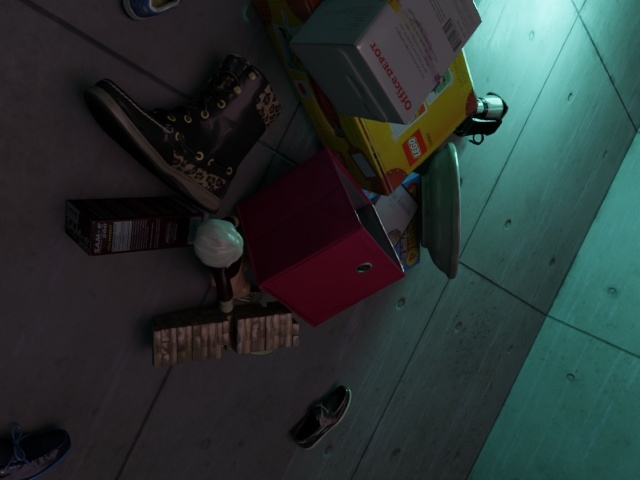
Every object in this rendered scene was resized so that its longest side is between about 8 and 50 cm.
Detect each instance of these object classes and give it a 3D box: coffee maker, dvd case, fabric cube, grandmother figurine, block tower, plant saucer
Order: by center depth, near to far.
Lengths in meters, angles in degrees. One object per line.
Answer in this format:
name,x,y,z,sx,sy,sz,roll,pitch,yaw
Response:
grandmother figurine,-0.199,0.044,1.213,0.103,0.208,0.342,-10,163,-4
fabric cube,0.000,0.000,1.346,0.258,0.259,0.254,-31,141,12
block tower,-0.222,0.211,1.354,0.335,0.097,0.091,-5,105,-25
dvd case,0.172,-0.036,1.615,0.180,0.022,0.253,39,81,-47
plant saucer,0.346,-0.086,1.735,0.400,0.100,0.401,-2,90,-83
coffee maker,0.471,-0.368,1.802,0.178,0.120,0.171,-12,118,-40

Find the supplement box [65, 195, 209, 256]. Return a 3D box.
supplement box,-0.356,-0.033,1.148,0.239,0.130,0.073,-6,114,-42

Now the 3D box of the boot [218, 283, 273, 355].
boot,-0.176,0.195,1.472,0.213,0.077,0.165,20,95,-40

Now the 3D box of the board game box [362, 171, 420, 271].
board game box,0.158,-0.015,1.692,0.301,0.086,0.309,-28,127,-32

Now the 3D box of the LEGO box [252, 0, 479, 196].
LEGO box,0.133,-0.420,1.361,0.372,0.193,0.500,-44,128,-20

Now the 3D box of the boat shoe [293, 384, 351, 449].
boat shoe,0.008,0.544,1.820,0.233,0.084,0.079,-46,135,-14

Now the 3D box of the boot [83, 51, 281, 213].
boot,-0.245,-0.251,1.144,0.284,0.138,0.377,-54,140,-9

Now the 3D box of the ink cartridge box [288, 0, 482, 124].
ink cartridge box,0.123,-0.389,1.097,0.270,0.197,0.198,-54,131,-12

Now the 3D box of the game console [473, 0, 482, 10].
game console,0.366,-0.787,1.553,0.361,0.044,0.213,21,94,-47

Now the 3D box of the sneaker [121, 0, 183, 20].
sneaker,-0.259,-0.467,1.068,0.211,0.081,0.080,-48,134,-18

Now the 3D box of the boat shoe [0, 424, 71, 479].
boat shoe,-0.619,0.432,1.137,0.258,0.109,0.089,-21,120,-39
